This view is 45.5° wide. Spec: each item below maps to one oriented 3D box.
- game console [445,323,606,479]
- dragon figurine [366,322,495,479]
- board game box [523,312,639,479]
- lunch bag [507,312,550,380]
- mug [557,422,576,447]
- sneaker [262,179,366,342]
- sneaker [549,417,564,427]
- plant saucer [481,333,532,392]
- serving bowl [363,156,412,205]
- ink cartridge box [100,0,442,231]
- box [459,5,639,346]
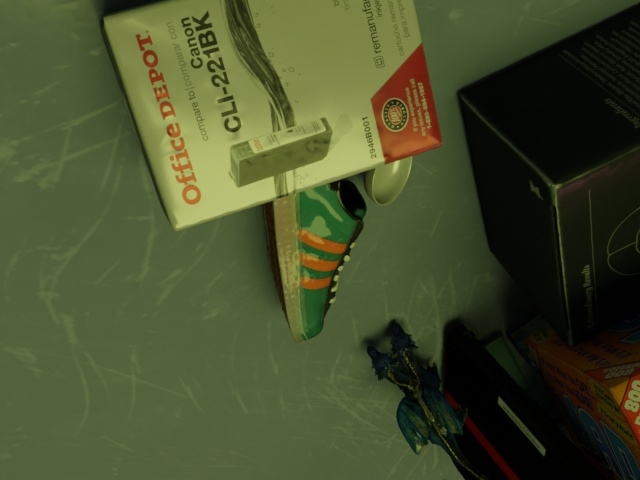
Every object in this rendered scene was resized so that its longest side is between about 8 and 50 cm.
[{"bbox_3d":[0.312,0.351,1.155,0.060,0.386,0.341,-22,133,-18],"label":"game console"},{"bbox_3d":[0.164,0.261,1.140,0.085,0.289,0.144,-30,169,14],"label":"dragon figurine"},{"bbox_3d":[0.533,0.227,0.955,0.357,0.356,0.356,-26,91,1],"label":"board game box"},{"bbox_3d":[0.404,0.176,1.253,0.129,0.096,0.151,-41,123,11],"label":"lunch bag"},{"bbox_3d":[0.538,0.439,1.306,0.328,0.276,0.374,-13,133,1],"label":"mug"},{"bbox_3d":[0.000,0.000,0.911,0.121,0.108,0.302,-11,130,-10],"label":"sneaker"},{"bbox_3d":[0.526,0.389,1.478,0.300,0.121,0.111,12,107,-9],"label":"sneaker"},{"bbox_3d":[0.306,0.222,1.299,0.067,0.018,0.192,-33,134,4],"label":"plant saucer"},{"bbox_3d":[0.077,-0.085,0.917,0.083,0.027,0.083,-34,136,-39],"label":"serving bowl"},{"bbox_3d":[-0.046,-0.148,0.721,0.273,0.114,0.196,-18,109,-9],"label":"ink cartridge box"},{"bbox_3d":[0.411,-0.104,0.944,0.396,0.212,0.293,-26,134,-4],"label":"box"}]
